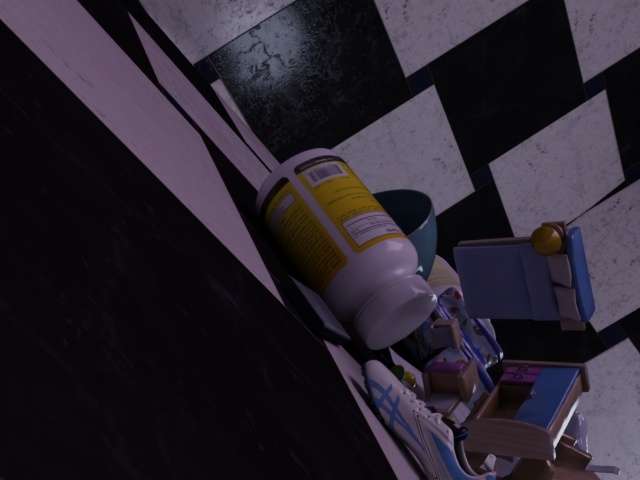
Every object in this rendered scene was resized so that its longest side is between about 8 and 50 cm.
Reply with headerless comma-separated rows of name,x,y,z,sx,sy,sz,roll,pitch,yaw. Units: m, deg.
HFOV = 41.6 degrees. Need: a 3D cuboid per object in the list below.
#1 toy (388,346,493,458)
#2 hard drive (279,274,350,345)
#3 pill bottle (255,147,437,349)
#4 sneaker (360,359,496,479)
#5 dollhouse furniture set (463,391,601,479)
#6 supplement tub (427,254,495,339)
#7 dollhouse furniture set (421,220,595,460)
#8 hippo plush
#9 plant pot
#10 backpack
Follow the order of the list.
toy,0.197,0.299,1.492,0.237,0.056,0.137,42,15,-29
hard drive,-0.006,0.105,1.231,0.094,0.022,0.135,52,4,22
pill bottle,0.045,0.015,1.441,0.334,0.188,0.188,54,5,28
sneaker,0.141,0.249,1.124,0.237,0.086,0.085,51,5,24
dollhouse furniture set,0.390,0.488,1.305,0.394,0.256,0.362,28,9,-14
supplement tub,0.269,0.185,2.051,0.235,0.235,0.325,49,4,-25
dollhouse furniture set,0.245,0.135,1.269,0.198,0.286,0.303,-36,117,-51
hippo plush,0.555,0.535,1.958,0.294,0.234,0.236,14,-32,32
plant pot,0.144,0.038,1.935,0.290,0.290,0.195,-121,-172,-64
backpack,0.249,0.235,1.715,0.263,0.213,0.276,62,3,11
